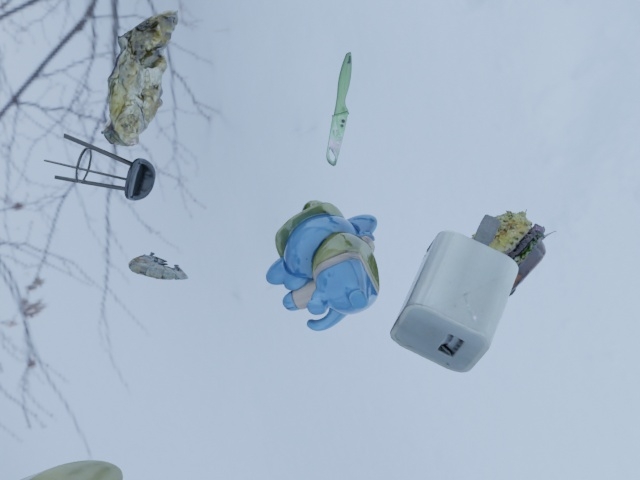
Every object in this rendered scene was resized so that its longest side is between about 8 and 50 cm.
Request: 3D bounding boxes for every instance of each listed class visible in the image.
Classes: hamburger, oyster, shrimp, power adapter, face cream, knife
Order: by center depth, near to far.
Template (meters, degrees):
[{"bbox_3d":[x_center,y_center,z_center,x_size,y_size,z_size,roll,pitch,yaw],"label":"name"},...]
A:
[{"bbox_3d":[0.197,0.057,1.184,0.125,0.205,0.130,26,150,5],"label":"power adapter"},{"bbox_3d":[-0.249,0.046,1.304,0.161,0.091,0.034,-153,82,-78],"label":"shrimp"},{"bbox_3d":[-0.492,0.442,1.431,0.349,0.174,0.081,-29,72,41],"label":"face cream"},{"bbox_3d":[0.037,-0.234,1.513,0.014,0.030,0.207,178,103,-78],"label":"knife"},{"bbox_3d":[0.357,0.045,1.767,0.139,0.262,0.243,43,130,6],"label":"hamburger"},{"bbox_3d":[-0.398,-0.343,1.864,0.238,0.115,0.351,113,167,-53],"label":"oyster"}]

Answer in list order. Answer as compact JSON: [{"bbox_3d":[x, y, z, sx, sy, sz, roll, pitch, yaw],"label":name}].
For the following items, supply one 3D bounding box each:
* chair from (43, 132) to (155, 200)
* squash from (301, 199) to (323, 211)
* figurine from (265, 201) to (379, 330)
[{"bbox_3d":[-0.473,-0.150,1.836,0.095,0.222,0.104,-83,8,-76],"label":"chair"},{"bbox_3d":[0.000,0.000,1.763,0.069,0.069,0.239,49,162,31],"label":"squash"},{"bbox_3d":[0.006,0.042,1.355,0.180,0.154,0.262,-49,22,24],"label":"figurine"}]
